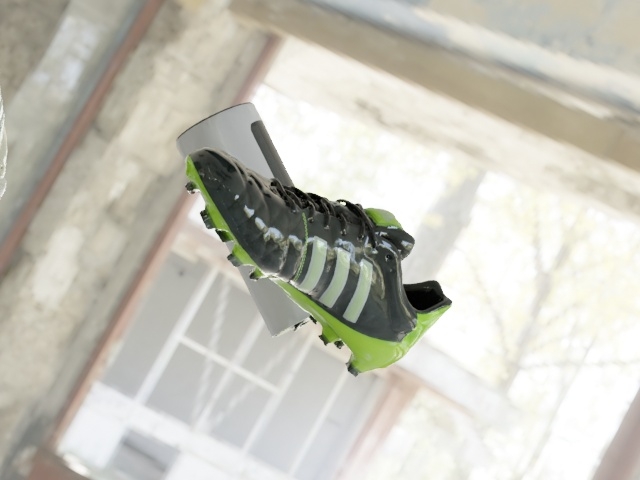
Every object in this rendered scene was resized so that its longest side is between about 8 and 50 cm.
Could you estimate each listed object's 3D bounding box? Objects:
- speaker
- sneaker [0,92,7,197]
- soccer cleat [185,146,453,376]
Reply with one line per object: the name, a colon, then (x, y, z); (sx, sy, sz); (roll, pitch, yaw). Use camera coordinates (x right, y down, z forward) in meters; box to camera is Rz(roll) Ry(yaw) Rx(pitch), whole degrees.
speaker: (-0.035, -0.011, 0.921); (0.136, 0.055, 0.055); (64, -4, 6)
sneaker: (-0.185, -0.055, 0.794); (0.161, 0.057, 0.075); (161, -92, -78)
soccer cleat: (0.000, 0.000, 0.760); (0.179, 0.072, 0.060); (45, 9, -40)
